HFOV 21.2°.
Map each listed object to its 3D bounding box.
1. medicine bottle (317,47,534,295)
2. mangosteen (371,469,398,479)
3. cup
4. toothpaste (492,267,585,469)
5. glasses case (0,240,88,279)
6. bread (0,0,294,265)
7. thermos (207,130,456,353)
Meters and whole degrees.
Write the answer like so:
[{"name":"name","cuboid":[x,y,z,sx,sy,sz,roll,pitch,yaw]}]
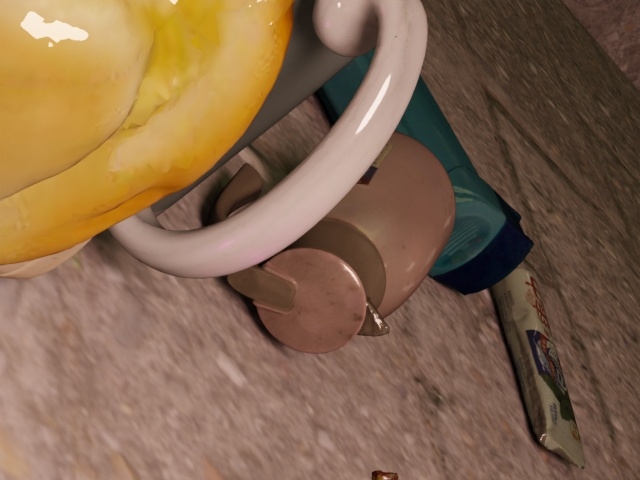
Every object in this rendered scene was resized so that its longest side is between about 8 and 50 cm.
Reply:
[{"name":"medicine bottle","cuboid":[0.066,-0.081,1.363,0.124,0.079,0.258,18,38,-56]},{"name":"mangosteen","cuboid":[0.010,0.153,0.791,0.081,0.081,0.081,46,19,-21]},{"name":"cup","cuboid":[-0.052,-0.154,0.886,0.259,0.274,0.357,31,27,-49]},{"name":"toothpaste","cuboid":[0.174,0.092,1.383,0.060,0.038,0.233,39,25,-32]},{"name":"glasses case","cuboid":[-0.163,-0.075,0.774,0.196,0.083,0.050,62,16,20]},{"name":"bread","cuboid":[-0.159,-0.122,0.625,0.315,0.211,0.270,13,59,-13]},{"name":"thermos","cuboid":[0.000,0.000,1.046,0.137,0.105,0.193,28,25,4]}]
